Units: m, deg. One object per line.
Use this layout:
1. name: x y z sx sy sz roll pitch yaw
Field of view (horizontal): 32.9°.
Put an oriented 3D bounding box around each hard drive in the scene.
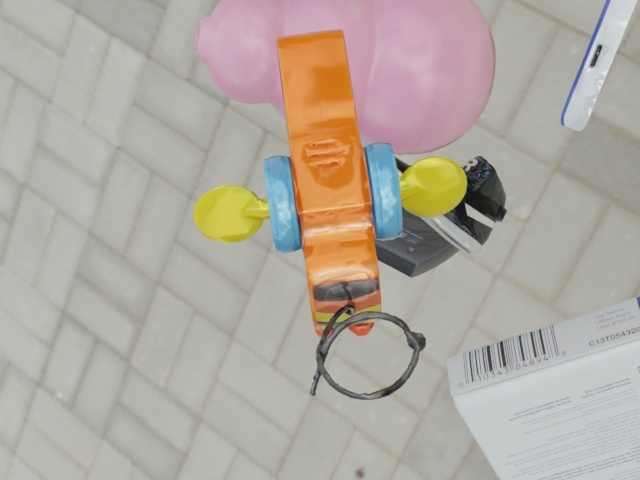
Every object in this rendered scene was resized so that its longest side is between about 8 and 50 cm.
1. hard drive: 0.191 -0.016 2.098 0.172 0.255 0.054 27 127 28
2. hard drive: 0.422 -0.291 1.626 0.040 0.319 0.210 22 110 9

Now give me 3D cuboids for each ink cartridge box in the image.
1. ink cartridge box: 0.335 0.187 1.076 0.324 0.071 0.330 -20 129 16

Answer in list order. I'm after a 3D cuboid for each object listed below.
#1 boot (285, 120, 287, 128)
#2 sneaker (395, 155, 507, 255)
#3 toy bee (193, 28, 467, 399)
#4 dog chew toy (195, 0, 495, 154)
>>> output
1. boot: -0.027 -0.208 1.997 0.087 0.042 0.118 38 143 25
2. sneaker: 0.171 -0.087 1.514 0.121 0.217 0.079 -54 25 -7
3. toy bee: 0.000 0.000 0.810 0.195 0.298 0.162 11 150 9
4. dog chew toy: 0.025 -0.209 1.234 0.332 0.206 0.206 6 107 -13
